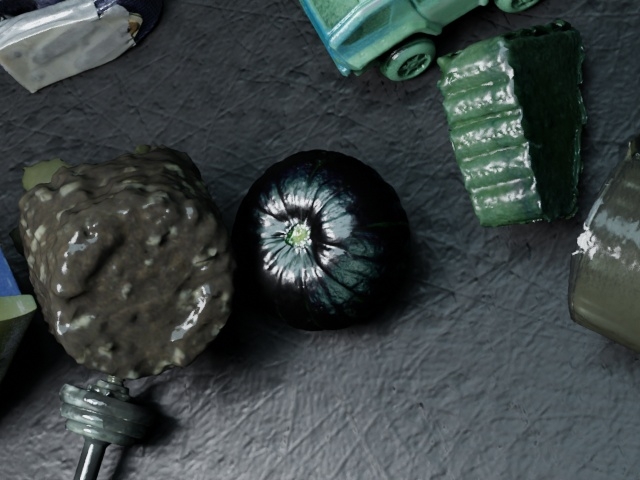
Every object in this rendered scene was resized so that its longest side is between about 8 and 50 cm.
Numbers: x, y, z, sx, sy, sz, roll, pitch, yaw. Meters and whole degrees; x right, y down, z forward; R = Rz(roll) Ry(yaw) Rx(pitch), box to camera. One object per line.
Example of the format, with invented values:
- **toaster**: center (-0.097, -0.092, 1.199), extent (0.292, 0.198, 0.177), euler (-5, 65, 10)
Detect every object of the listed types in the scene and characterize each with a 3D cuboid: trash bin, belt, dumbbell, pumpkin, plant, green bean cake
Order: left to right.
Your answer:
- **belt**: center (-0.314, -0.282, 2.063), extent (0.230, 0.126, 0.140), euler (-17, 66, 11)
- **dumbbell**: center (-0.257, 0.263, 1.871), extent (0.110, 0.110, 0.255), euler (13, 82, 22)
- **plant**: center (-0.221, 0.008, 1.882), extent (0.215, 0.312, 0.213), euler (-15, 109, -17)
- **pumpkin**: center (0.000, 0.000, 1.853), extent (0.202, 0.140, 0.202), euler (-2, 86, 23)
- **green bean cake**: center (0.219, -0.119, 1.826), extent (0.107, 0.193, 0.208), euler (-14, 91, 33)
- **trash bin**: center (0.411, 0.053, 1.661), extent (0.301, 0.203, 0.252), euler (26, 115, 25)

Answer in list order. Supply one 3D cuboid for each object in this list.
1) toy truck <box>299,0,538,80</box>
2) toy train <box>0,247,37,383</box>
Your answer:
- **toy truck**: center (0.115, -0.300, 1.908), extent (0.279, 0.156, 0.155), euler (-31, 65, 7)
- **toy train**: center (-0.425, 0.096, 1.911), extent (0.202, 0.131, 0.300), euler (60, 138, 30)
